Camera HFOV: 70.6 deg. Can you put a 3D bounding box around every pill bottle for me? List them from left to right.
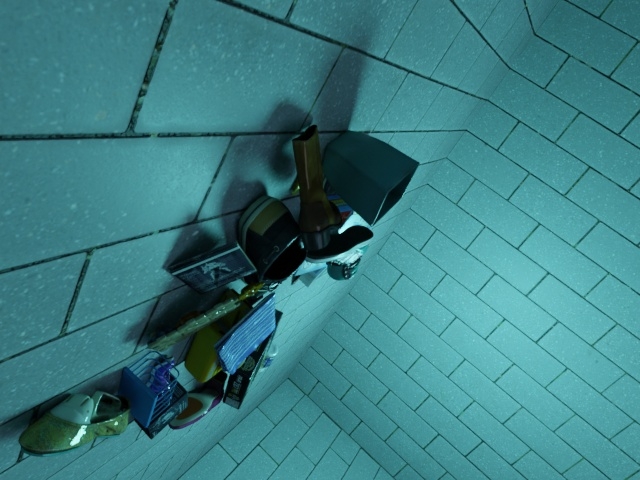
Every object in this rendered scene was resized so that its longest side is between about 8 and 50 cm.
[{"bbox_3d":[-0.292,0.607,2.355,0.094,0.094,0.170,-31,155,-53],"label":"pill bottle"}]

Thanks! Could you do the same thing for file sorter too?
[{"bbox_3d":[-0.474,0.407,1.253,0.104,0.118,0.170,-39,163,-50],"label":"file sorter"}]

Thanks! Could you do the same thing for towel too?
[{"bbox_3d":[-0.228,0.308,1.456,0.243,0.040,0.336,-44,165,-23],"label":"towel"}]

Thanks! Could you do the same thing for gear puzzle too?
[{"bbox_3d":[-0.304,0.192,1.224,0.338,0.044,0.175,-30,169,-14],"label":"gear puzzle"}]

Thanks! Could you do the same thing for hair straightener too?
[{"bbox_3d":[-0.191,0.167,1.647,0.089,0.047,0.230,-56,165,21],"label":"hair straightener"}]

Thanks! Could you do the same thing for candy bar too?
[{"bbox_3d":[-0.041,-0.194,1.259,0.040,0.018,0.162,-31,157,-53],"label":"candy bar"}]

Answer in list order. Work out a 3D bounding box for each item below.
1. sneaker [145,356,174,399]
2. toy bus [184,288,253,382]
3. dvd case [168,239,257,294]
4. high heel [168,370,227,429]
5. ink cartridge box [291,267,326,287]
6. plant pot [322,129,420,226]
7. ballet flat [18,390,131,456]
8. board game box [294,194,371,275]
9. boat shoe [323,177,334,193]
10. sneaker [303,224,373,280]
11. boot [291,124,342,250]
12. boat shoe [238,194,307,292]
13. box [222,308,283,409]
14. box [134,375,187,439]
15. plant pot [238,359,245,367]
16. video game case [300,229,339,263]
[{"bbox_3d":[-0.473,0.419,1.371,0.068,0.071,0.170,-27,152,-58],"label":"sneaker"},{"bbox_3d":[-0.331,0.309,1.460,0.130,0.108,0.333,-30,156,-50],"label":"toy bus"},{"bbox_3d":[-0.257,0.072,1.118,0.164,0.018,0.221,-22,160,-4],"label":"dvd case"},{"bbox_3d":[-0.501,0.693,1.843,0.377,0.127,0.182,-26,142,-65],"label":"high heel"},{"bbox_3d":[0.021,0.086,1.962,0.296,0.066,0.261,-43,175,-27],"label":"ink cartridge box"},{"bbox_3d":[0.126,-0.198,1.318,0.165,0.234,0.166,-43,164,-31],"label":"plant pot"},{"bbox_3d":[-0.555,0.414,1.064,0.123,0.123,0.348,-48,165,-8],"label":"ballet flat"},{"bbox_3d":[0.051,-0.031,1.646,0.301,0.086,0.308,-12,143,-41],"label":"board game box"},{"bbox_3d":[0.103,-0.226,1.491,0.254,0.079,0.095,-41,164,-32],"label":"boat shoe"},{"bbox_3d":[0.044,0.062,1.519,0.295,0.123,0.179,-17,136,-40],"label":"sneaker"},{"bbox_3d":[-0.017,-0.151,1.161,0.264,0.096,0.281,-51,137,-61],"label":"boot"},{"bbox_3d":[-0.134,0.054,1.328,0.187,0.156,0.500,-46,167,-23],"label":"boat shoe"},{"bbox_3d":[-0.293,0.503,1.929,0.395,0.097,0.318,112,2,-49],"label":"box"},{"bbox_3d":[-0.527,0.550,1.495,0.158,0.093,0.156,-39,162,-34],"label":"box"},{"bbox_3d":[-0.345,0.396,1.635,0.095,0.134,0.134,21,110,-48],"label":"plant pot"},{"bbox_3d":[0.000,0.000,1.513,0.143,0.019,0.157,-34,152,-10],"label":"video game case"}]
